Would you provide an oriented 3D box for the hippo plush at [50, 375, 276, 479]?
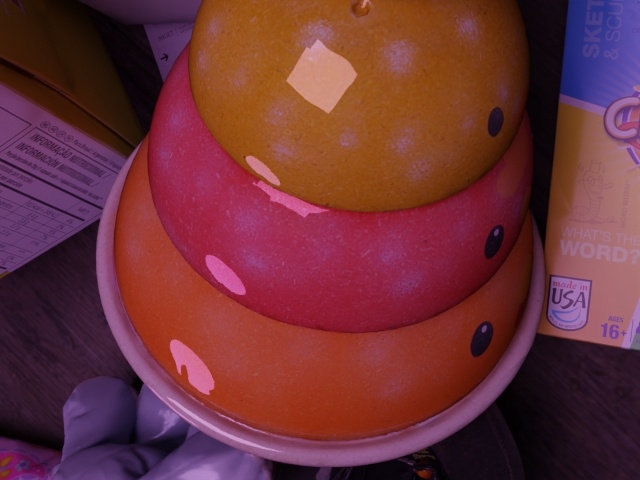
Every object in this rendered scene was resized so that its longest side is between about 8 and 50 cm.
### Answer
[{"bbox_3d":[-0.138,0.278,1.032,0.234,0.294,0.236,-5,116,13],"label":"hippo plush"}]

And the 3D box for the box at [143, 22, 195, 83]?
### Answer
[{"bbox_3d":[-0.079,-0.171,1.024,0.145,0.038,0.186,-19,93,26],"label":"box"}]

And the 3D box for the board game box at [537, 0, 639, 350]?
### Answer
[{"bbox_3d":[0.302,-0.066,0.854,0.242,0.064,0.316,8,103,23],"label":"board game box"}]

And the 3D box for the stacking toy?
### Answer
[{"bbox_3d":[0.020,-0.088,0.705,0.351,0.350,0.480,36,153,14],"label":"stacking toy"}]

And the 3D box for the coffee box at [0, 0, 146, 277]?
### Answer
[{"bbox_3d":[-0.393,-0.148,0.915,0.334,0.338,0.337,-30,70,10],"label":"coffee box"}]

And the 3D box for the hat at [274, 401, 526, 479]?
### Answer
[{"bbox_3d":[0.084,0.264,0.963,0.331,0.134,0.331,-19,62,41],"label":"hat"}]

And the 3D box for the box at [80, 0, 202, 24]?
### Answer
[{"bbox_3d":[-0.047,-0.301,0.882,0.345,0.168,0.215,3,84,24],"label":"box"}]

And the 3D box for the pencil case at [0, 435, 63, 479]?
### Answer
[{"bbox_3d":[-0.347,0.267,1.192,0.284,0.124,0.124,7,103,23],"label":"pencil case"}]
